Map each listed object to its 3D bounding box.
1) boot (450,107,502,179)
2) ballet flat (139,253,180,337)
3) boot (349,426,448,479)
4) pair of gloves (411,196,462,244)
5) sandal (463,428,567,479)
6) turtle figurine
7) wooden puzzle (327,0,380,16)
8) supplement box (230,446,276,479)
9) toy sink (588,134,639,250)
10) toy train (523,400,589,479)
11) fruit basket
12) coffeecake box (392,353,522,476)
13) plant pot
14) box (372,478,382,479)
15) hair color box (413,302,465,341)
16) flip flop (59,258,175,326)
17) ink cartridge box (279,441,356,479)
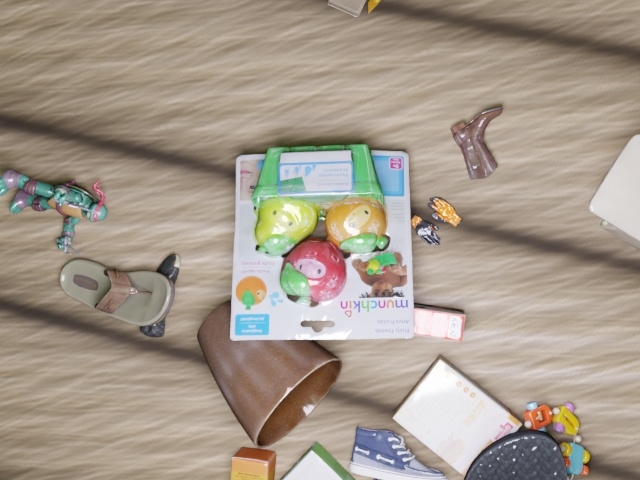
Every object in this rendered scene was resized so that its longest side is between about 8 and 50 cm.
[{"bbox_3d":[0.308,-0.177,1.354,0.106,0.037,0.114,-25,83,22],"label":"boot"},{"bbox_3d":[-0.314,0.110,1.460,0.057,0.049,0.173,22,93,50],"label":"ballet flat"},{"bbox_3d":[0.144,0.399,1.349,0.190,0.069,0.086,3,81,25],"label":"boot"},{"bbox_3d":[0.217,-0.036,1.383,0.074,0.010,0.083,44,97,6],"label":"pair of gloves"},{"bbox_3d":[0.318,0.512,1.308,0.168,0.107,0.445,10,111,5],"label":"sandal"},{"bbox_3d":[-0.514,-0.064,1.453,0.234,0.118,0.175,18,134,10],"label":"turtle figurine"},{"bbox_3d":[0.058,-0.472,1.406,0.116,0.014,0.078,33,91,7],"label":"wooden puzzle"},{"bbox_3d":[-0.137,0.526,1.409,0.080,0.078,0.233,3,90,9],"label":"supplement box"},{"bbox_3d":[0.584,-0.058,1.264,0.234,0.131,0.152,30,95,3],"label":"toy sink"},{"bbox_3d":[0.417,0.359,1.314,0.125,0.046,0.166,-19,87,-33],"label":"toy train"},{"bbox_3d":[0.000,0.000,1.308,0.327,0.165,0.353,-1,68,6],"label":"fruit basket"},{"bbox_3d":[0.251,0.326,1.350,0.185,0.068,0.142,38,96,7],"label":"coffeecake box"},{"bbox_3d":[-0.116,0.223,1.355,0.230,0.215,0.215,42,96,21],"label":"plant pot"},{"bbox_3d":[0.149,0.462,1.392,0.083,0.018,0.067,-39,84,7],"label":"box"},{"bbox_3d":[0.179,0.144,1.348,0.167,0.093,0.053,8,92,8],"label":"hair color box"},{"bbox_3d":[-0.408,0.095,1.429,0.277,0.080,0.112,14,87,22],"label":"flip flop"},{"bbox_3d":[0.026,0.500,1.390,0.209,0.062,0.109,43,97,6],"label":"ink cartridge box"}]
